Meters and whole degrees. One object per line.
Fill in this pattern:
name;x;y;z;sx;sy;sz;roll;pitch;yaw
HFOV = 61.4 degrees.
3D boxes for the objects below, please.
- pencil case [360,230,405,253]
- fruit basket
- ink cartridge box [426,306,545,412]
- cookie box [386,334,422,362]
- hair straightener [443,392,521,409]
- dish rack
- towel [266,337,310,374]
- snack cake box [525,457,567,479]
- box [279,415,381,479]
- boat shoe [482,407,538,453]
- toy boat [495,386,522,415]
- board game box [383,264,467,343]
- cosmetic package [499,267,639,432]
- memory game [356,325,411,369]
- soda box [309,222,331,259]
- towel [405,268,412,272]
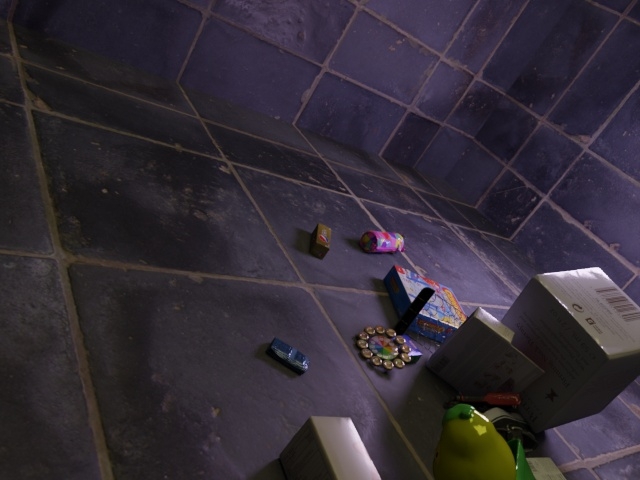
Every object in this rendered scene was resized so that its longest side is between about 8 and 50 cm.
pencil case;0.283;0.009;2.416;0.236;0.104;0.104;3;38;-47
fruit basket;0.333;0.556;1.182;0.392;0.283;0.392;37;28;-24
ink cartridge box;0.523;0.392;1.724;0.261;0.296;0.066;38;41;9
cookie box;0.272;0.362;1.789;0.107;0.040;0.092;8;33;-43
hair straightener;0.499;0.512;1.680;0.230;0.089;0.047;-5;52;4
dish rack;0.415;0.308;1.884;0.271;0.208;0.074;35;9;2
towel;-0.085;0.310;1.459;0.119;0.029;0.067;32;23;-1
snack cake box;0.646;0.735;1.477;0.152;0.089;0.264;17;28;-36
box;0.044;0.520;1.074;0.121;0.148;0.311;15;30;-36
boat shoe;0.558;0.584;1.616;0.335;0.121;0.119;14;26;-41
toy boat;0.724;0.500;1.953;0.267;0.148;0.318;27;24;-12
board game box;0.425;0.261;2.118;0.302;0.086;0.308;22;26;-22
cosmetic package;0.798;0.346;1.734;0.327;0.394;0.329;-4;43;-29
memory game;0.203;0.339;1.719;0.186;0.012;0.186;12;35;-8
soda box;0.000;0.000;2.126;0.061;0.058;0.181;28;24;-11
towel;0.396;0.157;2.378;0.060;0.009;0.083;34;23;1
